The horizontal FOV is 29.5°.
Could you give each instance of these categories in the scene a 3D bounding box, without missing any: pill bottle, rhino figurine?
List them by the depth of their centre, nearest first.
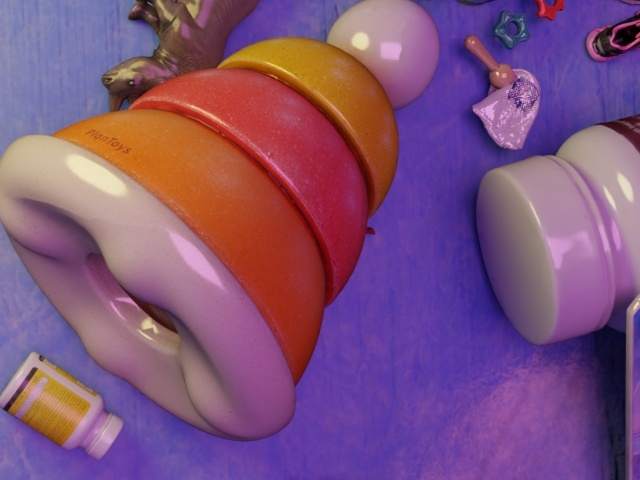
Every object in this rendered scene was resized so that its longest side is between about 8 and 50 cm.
[{"bbox_3d":[-0.256,0.168,1.210,0.116,0.065,0.065,35,82,-9],"label":"pill bottle"},{"bbox_3d":[-0.141,-0.219,1.238,0.106,0.073,0.243,33,84,-7],"label":"rhino figurine"},{"bbox_3d":[0.379,-0.030,1.270,0.392,0.224,0.224,-14,92,-12],"label":"pill bottle"}]

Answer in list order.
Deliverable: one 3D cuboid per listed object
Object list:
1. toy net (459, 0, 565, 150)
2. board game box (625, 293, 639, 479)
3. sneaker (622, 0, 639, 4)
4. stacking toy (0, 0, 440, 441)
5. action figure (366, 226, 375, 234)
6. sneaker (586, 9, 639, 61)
[{"bbox_3d":[0.208,-0.214,1.330,0.122,0.045,0.232,-7,92,-14],"label":"toy net"},{"bbox_3d":[0.505,0.162,1.274,0.390,0.050,0.390,-18,126,-11],"label":"board game box"},{"bbox_3d":[0.338,-0.296,1.349,0.135,0.058,0.052,4,88,-13],"label":"sneaker"},{"bbox_3d":[-0.034,-0.077,1.175,0.350,0.350,0.480,49,65,-7],"label":"stacking toy"},{"bbox_3d":[0.000,0.000,1.288,0.115,0.030,0.038,-23,99,-10],"label":"action figure"},{"bbox_3d":[0.358,-0.235,1.354,0.119,0.057,0.047,-26,93,-13],"label":"sneaker"}]
